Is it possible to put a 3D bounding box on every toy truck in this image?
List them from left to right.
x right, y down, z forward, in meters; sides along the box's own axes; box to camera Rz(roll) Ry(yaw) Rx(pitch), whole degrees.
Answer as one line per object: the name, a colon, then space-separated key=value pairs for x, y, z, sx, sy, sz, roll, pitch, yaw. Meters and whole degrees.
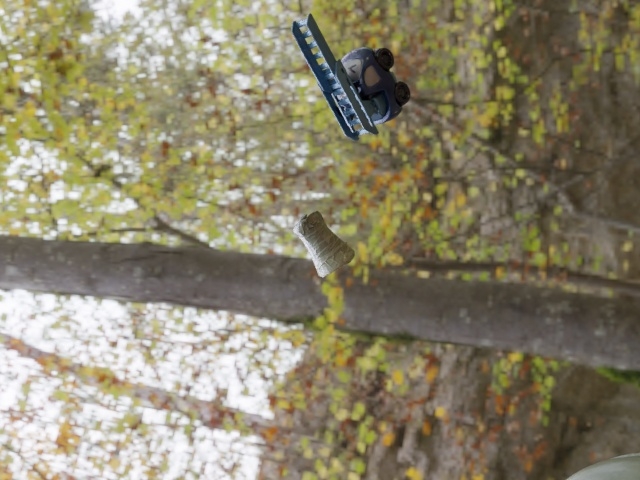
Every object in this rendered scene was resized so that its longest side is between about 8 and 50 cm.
toy truck: x=0.030 y=-0.173 z=1.098 sx=0.074 sy=0.063 sz=0.136 roll=-40 pitch=-74 yaw=-38

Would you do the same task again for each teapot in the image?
teapot: x=0.000 y=0.000 z=1.427 sx=0.057 sy=0.067 sz=0.083 roll=-35 pitch=-78 yaw=-1

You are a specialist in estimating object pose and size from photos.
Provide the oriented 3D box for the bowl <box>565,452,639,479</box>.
bowl: x=0.330 y=0.362 z=1.137 sx=0.163 sy=0.307 sz=0.307 roll=37 pitch=-116 yaw=-49
